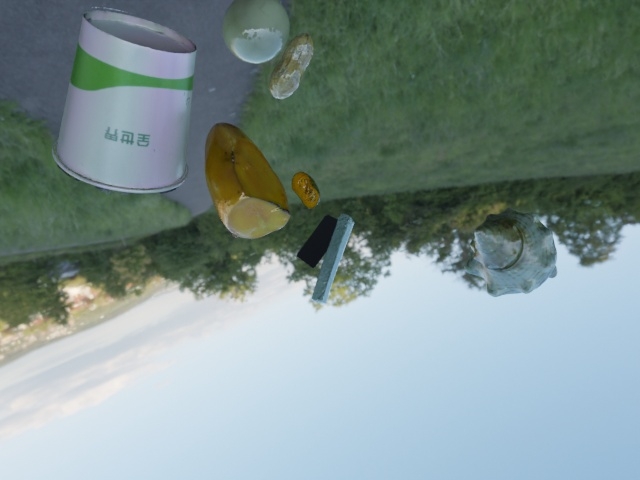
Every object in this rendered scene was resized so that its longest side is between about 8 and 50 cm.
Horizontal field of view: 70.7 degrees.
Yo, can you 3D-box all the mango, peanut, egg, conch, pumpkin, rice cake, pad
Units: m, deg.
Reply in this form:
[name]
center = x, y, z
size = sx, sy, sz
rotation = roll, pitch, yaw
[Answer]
[mango]
center = -0.171, -0.135, 0.945
size = 0.138, 0.257, 0.187
rotation = -32, 143, 12
[peanut]
center = -0.072, -0.439, 1.143
size = 0.174, 0.080, 0.080
rotation = -59, 170, 16
[egg]
center = -0.218, -0.721, 1.535
size = 0.219, 0.219, 0.269
rotation = -22, -152, 30
[conch]
center = 0.419, 0.051, 0.987
size = 0.203, 0.386, 0.169
rotation = 4, -117, 44
[pumpkin]
center = -0.025, -0.103, 0.928
size = 0.050, 0.083, 0.028
rotation = -38, 163, 35
[rice cake]
center = 0.033, 0.045, 1.166
size = 0.042, 0.245, 0.045
rotation = 14, 164, 23
[pad]
center = 0.000, 0.000, 1.309
size = 0.157, 0.003, 0.112
rotation = -54, -144, -3

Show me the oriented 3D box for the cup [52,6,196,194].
[cup]
center = -0.356, -0.260, 0.850
size = 0.253, 0.253, 0.274
rotation = -25, 145, -50
